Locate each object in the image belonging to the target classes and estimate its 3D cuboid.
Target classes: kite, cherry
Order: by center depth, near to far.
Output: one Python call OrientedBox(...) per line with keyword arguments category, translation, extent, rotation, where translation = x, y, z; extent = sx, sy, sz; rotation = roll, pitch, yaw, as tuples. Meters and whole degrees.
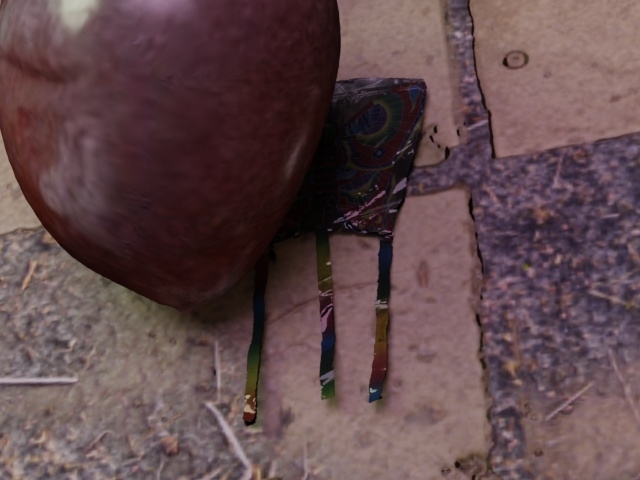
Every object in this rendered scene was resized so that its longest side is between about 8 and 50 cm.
OrientedBox(category="cherry", translation=(-0.107, -0.104, 0.973), extent=(0.261, 0.221, 0.308), rotation=(-10, 78, 55))
OrientedBox(category="kite", translation=(0.000, 0.000, 1.004), extent=(0.152, 0.015, 0.285), rotation=(-7, 54, 15))
